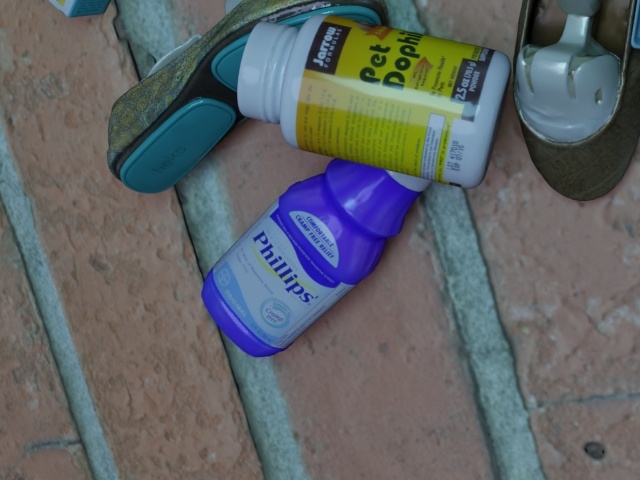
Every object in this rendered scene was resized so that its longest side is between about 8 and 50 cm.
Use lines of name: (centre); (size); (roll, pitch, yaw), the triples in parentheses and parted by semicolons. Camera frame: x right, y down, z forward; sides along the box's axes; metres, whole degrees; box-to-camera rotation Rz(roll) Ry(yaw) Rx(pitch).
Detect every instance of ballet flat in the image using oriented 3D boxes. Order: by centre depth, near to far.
ballet flat: (0.207, -0.188, 0.787); (0.116, 0.124, 0.343); (15, 112, 25)
ballet flat: (-0.089, -0.172, 0.980); (0.348, 0.123, 0.123); (-32, 88, 31)

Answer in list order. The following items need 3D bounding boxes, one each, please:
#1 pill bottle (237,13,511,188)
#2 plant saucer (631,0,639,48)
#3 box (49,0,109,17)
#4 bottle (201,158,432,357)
pill bottle: (0.044, -0.122, 0.837); (0.214, 0.117, 0.117); (14, 112, 10)
plant saucer: (0.335, -0.172, 0.747); (0.192, 0.018, 0.067); (5, 109, 7)
box: (-0.228, -0.359, 1.022); (0.100, 0.060, 0.244); (42, 121, 12)
bottle: (0.000, 0.000, 0.982); (0.118, 0.092, 0.283); (50, 122, 5)
